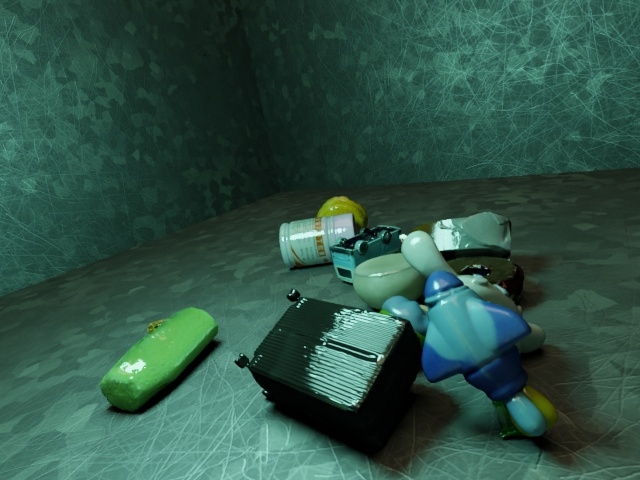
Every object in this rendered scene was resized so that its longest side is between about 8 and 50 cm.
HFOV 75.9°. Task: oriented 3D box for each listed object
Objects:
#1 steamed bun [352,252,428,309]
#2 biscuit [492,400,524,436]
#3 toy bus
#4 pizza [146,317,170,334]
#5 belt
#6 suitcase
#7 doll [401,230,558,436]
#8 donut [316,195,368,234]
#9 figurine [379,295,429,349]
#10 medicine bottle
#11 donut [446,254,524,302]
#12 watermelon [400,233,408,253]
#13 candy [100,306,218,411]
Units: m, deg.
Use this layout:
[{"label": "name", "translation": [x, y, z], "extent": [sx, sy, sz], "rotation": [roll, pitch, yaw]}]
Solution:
[{"label": "steamed bun", "translation": [0.218, 0.134, 1.253], "extent": [0.232, 0.144, 0.232], "rotation": [-13, 10, 2]}, {"label": "biscuit", "translation": [0.345, 0.325, 0.749], "extent": [0.046, 0.016, 0.089], "rotation": [-8, 16, 17]}, {"label": "toy bus", "translation": [0.179, 0.049, 1.538], "extent": [0.272, 0.164, 0.133], "rotation": [-22, 20, -35]}, {"label": "pizza", "translation": [-0.470, 0.280, 1.370], "extent": [0.247, 0.058, 0.127], "rotation": [-6, 17, 26]}, {"label": "belt", "translation": [0.464, 0.007, 1.379], "extent": [0.339, 0.122, 0.217], "rotation": [-9, -24, 35]}, {"label": "suitcase", "translation": [0.021, 0.251, 0.865], "extent": [0.335, 0.152, 0.229], "rotation": [4, 45, 43]}, {"label": "doll", "translation": [0.313, 0.163, 0.798], "extent": [0.377, 0.186, 0.365], "rotation": [23, 26, 5]}, {"label": "donut", "translation": [0.094, -0.077, 1.892], "extent": [0.254, 0.253, 0.118], "rotation": [-9, 23, 8]}, {"label": "figurine", "translation": [0.251, 0.211, 1.011], "extent": [0.264, 0.143, 0.162], "rotation": [0, 17, -27]}, {"label": "medicine bottle", "translation": [0.000, 0.000, 1.761], "extent": [0.317, 0.201, 0.202], "rotation": [-9, 16, 8]}, {"label": "donut", "translation": [0.459, 0.125, 1.208], "extent": [0.270, 0.103, 0.269], "rotation": [-12, 16, 3]}, {"label": "watermelon", "translation": [0.345, 0.017, 1.679], "extent": [0.093, 0.084, 0.072], "rotation": [7, 4, -11]}, {"label": "candy", "translation": [-0.423, 0.313, 1.129], "extent": [0.142, 0.131, 0.343], "rotation": [36, 30, 6]}]
